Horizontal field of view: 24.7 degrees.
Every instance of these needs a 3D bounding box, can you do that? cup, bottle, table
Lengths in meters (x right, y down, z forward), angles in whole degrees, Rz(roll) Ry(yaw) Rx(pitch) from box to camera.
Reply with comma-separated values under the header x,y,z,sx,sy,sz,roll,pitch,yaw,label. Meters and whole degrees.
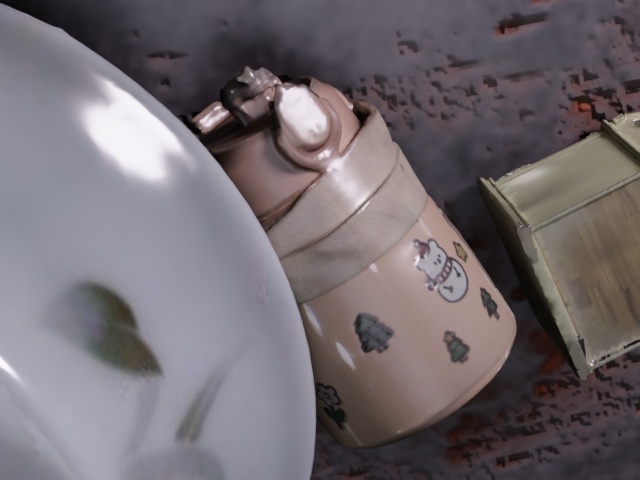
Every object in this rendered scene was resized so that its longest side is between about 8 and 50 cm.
x,y,z,sx,sy,sz,roll,pitch,yaw,label
-0.179,0.094,0.500,0.347,0.163,0.347,2,116,4,cup
0.001,-0.001,0.576,0.099,0.099,0.152,-35,105,5,bottle
0.123,-0.002,0.608,0.083,0.062,0.079,-26,113,1,table
